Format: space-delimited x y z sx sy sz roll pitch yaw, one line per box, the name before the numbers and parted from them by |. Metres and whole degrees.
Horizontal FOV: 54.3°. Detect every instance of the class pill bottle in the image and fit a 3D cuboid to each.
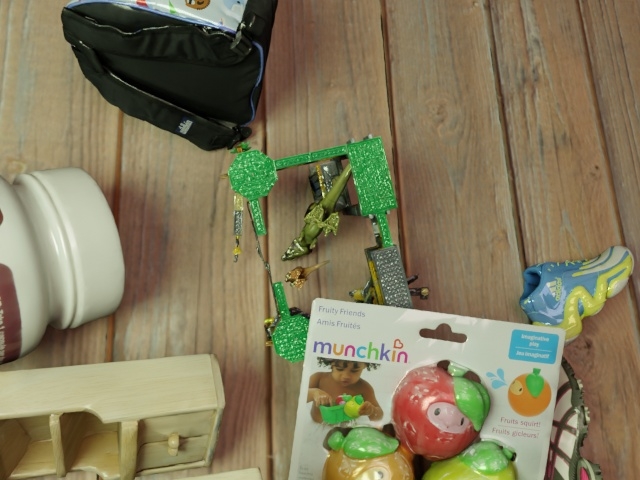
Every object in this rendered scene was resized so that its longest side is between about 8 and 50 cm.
pill bottle | -0.426 0.044 0.642 0.392 0.224 0.224 -16 78 -39

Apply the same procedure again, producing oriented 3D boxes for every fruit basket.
fruit basket | 0.128 0.265 0.768 0.327 0.165 0.353 8 97 -3

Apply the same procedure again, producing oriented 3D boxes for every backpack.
backpack | -0.201 -0.287 0.850 0.263 0.276 0.213 8 65 -10

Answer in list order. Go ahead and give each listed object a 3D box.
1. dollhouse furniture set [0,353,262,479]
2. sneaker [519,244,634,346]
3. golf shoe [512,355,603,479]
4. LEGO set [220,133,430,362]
dollhouse furniture set | -0.206 0.326 0.601 0.256 0.362 0.394 -2 47 -19
sneaker | 0.420 0.061 1.036 0.126 0.091 0.240 47 65 1
golf shoe | 0.340 0.291 0.925 0.120 0.105 0.273 -7 50 15
LEGO set | 0.000 0.000 0.888 0.254 0.192 0.331 -22 95 -5
